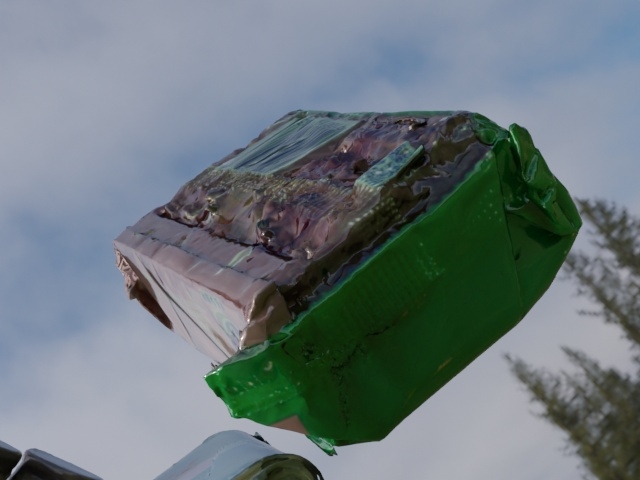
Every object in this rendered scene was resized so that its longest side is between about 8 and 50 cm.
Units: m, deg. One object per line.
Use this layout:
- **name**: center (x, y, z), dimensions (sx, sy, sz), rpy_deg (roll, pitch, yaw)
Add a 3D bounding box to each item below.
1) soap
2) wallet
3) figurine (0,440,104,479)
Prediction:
- **soap**: center (-0.001, -0.002, 0.601), dimensions (0.218, 0.273, 0.098), rpy_deg (-40, -69, -15)
- **wallet**: center (-0.092, 0.196, 0.734), dimensions (0.176, 0.075, 0.250), rpy_deg (-37, 2, -12)
- **figurine**: center (-0.294, 0.321, 0.773), dimensions (0.381, 0.203, 0.248), rpy_deg (-64, -30, -8)
